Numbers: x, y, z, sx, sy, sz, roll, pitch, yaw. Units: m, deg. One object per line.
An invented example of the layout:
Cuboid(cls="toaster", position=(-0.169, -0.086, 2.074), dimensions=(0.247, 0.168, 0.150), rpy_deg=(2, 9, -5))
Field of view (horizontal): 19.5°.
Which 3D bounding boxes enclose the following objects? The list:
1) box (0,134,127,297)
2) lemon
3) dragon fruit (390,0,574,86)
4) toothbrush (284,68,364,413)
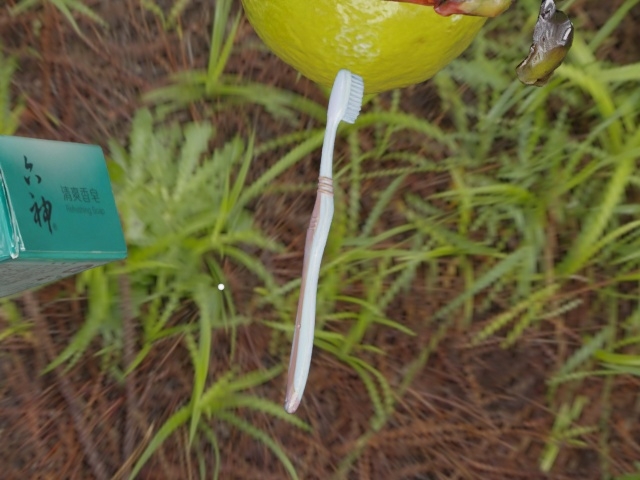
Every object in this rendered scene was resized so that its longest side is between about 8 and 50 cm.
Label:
Cuboid(cls="box", position=(-0.285, 0.002, 1.355), dimensions=(0.244, 0.153, 0.092), rpy_deg=(-18, 81, 22))
Cuboid(cls="lemon", position=(0.035, -0.193, 1.186), dimensions=(0.184, 0.248, 0.184), rpy_deg=(4, 71, -11))
Cuboid(cls="dragon fruit", position=(0.002, -0.227, 0.872), dimensions=(0.291, 0.269, 0.250), rpy_deg=(-5, 69, 21))
Cuboid(cls="toothbrush", position=(0.000, 0.000, 1.022), dimensions=(0.019, 0.013, 0.193), rpy_deg=(17, 80, -40))
